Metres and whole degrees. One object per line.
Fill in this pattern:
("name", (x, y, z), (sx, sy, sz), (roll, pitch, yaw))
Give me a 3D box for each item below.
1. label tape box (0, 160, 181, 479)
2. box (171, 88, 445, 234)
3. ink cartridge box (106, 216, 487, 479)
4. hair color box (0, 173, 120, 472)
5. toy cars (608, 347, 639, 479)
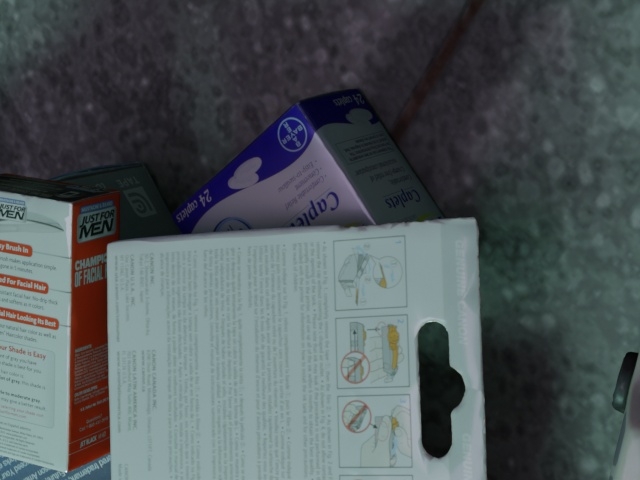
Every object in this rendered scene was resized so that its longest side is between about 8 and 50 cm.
("label tape box", (-0.155, 0.157, 1.009), (0.249, 0.115, 0.347), (-31, 86, 31))
("box", (0.000, 0.000, 0.902), (0.126, 0.072, 0.137), (-39, 80, 32))
("ink cartridge box", (-0.012, 0.088, 0.836), (0.232, 0.066, 0.189), (-4, 84, 20))
("hair color box", (-0.175, 0.048, 0.902), (0.093, 0.053, 0.167), (10, 105, 27))
("toy cars", (0.111, 0.193, 0.793), (0.394, 0.087, 0.176), (-38, 75, 11))
